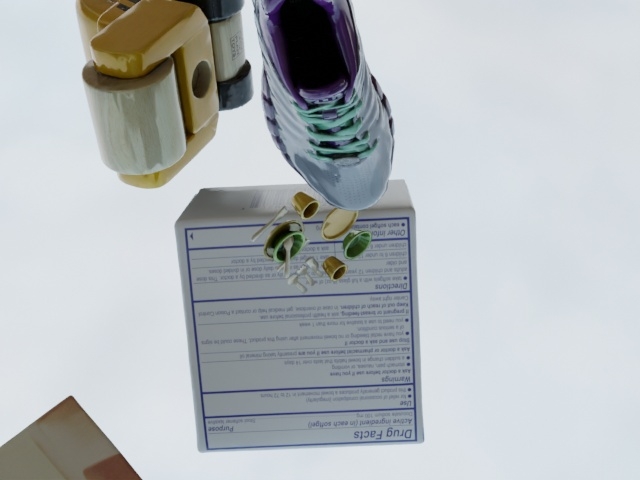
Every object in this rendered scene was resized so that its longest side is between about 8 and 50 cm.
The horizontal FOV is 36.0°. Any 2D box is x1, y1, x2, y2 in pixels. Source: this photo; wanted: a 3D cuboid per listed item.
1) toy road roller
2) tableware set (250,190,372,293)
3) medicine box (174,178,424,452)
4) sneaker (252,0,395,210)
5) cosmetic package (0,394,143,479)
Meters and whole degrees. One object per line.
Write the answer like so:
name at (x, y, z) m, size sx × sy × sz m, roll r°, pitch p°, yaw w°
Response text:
toy road roller at (-0.251, -0.245, 1.355) m, size 0.241 × 0.202 × 0.329 m, roll 13°, pitch -138°, yaw 20°
tableware set at (0.000, 0.000, 0.962) m, size 0.104 × 0.154 × 0.024 m, roll -44°, pitch -121°, yaw -4°
medicine box at (-0.018, 0.088, 1.160) m, size 0.264 × 0.289 × 0.149 m, roll -3°, pitch -163°, yaw 3°
sneaker at (-0.002, -0.085, 0.609) m, size 0.083 × 0.223 × 0.098 m, roll -13°, pitch -138°, yaw 8°
cosmetic package at (-0.203, 0.318, 0.982) m, size 0.129 × 0.153 × 0.296 m, roll -37°, pitch -104°, yaw -24°
